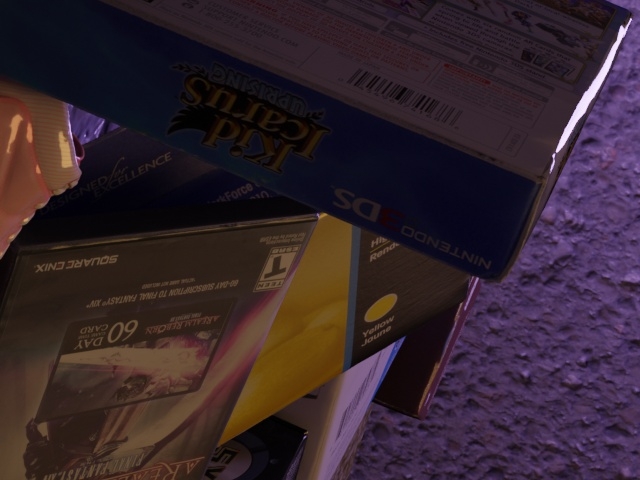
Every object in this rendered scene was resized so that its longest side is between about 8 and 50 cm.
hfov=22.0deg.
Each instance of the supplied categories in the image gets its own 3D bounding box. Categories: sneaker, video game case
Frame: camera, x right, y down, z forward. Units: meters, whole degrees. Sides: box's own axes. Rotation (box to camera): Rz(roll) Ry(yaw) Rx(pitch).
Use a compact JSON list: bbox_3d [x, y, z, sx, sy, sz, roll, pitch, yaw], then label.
[{"bbox_3d":[-0.145,-0.018,0.759,0.051,0.070,0.134,-120,-146,-46],"label":"sneaker"},{"bbox_3d":[-0.001,-0.101,0.793,0.244,0.269,0.061,-52,163,-59],"label":"video game case"},{"bbox_3d":[-0.125,0.095,0.923,0.196,0.026,0.274,-7,132,-41],"label":"video game case"}]

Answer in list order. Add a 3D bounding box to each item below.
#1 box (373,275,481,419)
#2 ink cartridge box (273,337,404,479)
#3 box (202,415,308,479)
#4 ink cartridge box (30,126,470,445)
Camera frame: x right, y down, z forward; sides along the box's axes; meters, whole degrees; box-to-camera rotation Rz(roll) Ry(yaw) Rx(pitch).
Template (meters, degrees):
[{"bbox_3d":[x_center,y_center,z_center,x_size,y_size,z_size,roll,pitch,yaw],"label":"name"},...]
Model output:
[{"bbox_3d":[0.045,0.074,1.728,0.167,0.203,0.168,56,57,-80],"label":"box"},{"bbox_3d":[0.000,0.000,1.384,0.285,0.166,0.395,-58,167,-45],"label":"ink cartridge box"},{"bbox_3d":[-0.114,0.206,1.283,0.077,0.147,0.180,103,13,-49],"label":"box"},{"bbox_3d":[-0.029,0.010,1.012,0.303,0.072,0.307,-28,154,-17],"label":"ink cartridge box"}]
